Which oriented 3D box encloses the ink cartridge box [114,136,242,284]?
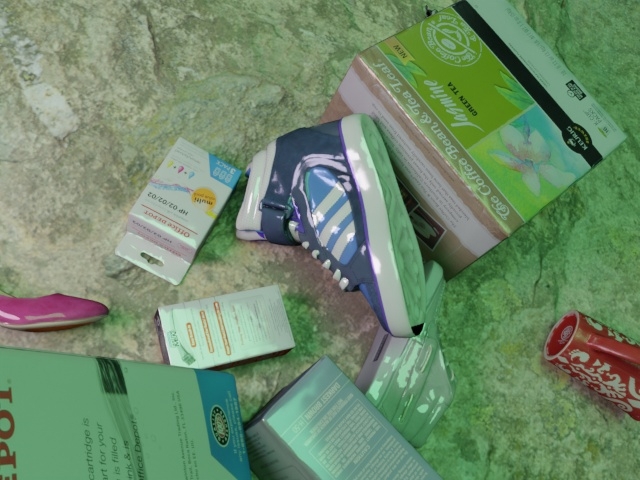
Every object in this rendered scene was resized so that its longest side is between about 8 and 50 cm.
[{"bbox_3d":[-0.197,-0.042,0.936,0.104,0.061,0.181,28,61,-6],"label":"ink cartridge box"}]

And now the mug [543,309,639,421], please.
[{"bbox_3d":[0.451,0.177,1.025,0.169,0.150,0.113,30,46,1],"label":"mug"}]

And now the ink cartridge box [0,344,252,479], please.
[{"bbox_3d":[-0.220,0.263,0.600,0.166,0.395,0.285,-19,69,18],"label":"ink cartridge box"}]

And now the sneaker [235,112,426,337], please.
[{"bbox_3d":[0.000,0.000,0.939,0.130,0.236,0.323,6,68,-65],"label":"sneaker"}]

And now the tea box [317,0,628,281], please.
[{"bbox_3d":[0.227,-0.164,1.052,0.323,0.220,0.329,-35,82,-28],"label":"tea box"}]

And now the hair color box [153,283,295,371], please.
[{"bbox_3d":[-0.128,0.122,0.892,0.167,0.053,0.093,-9,71,-24],"label":"hair color box"}]

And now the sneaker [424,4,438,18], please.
[{"bbox_3d":[0.229,-0.428,1.276,0.069,0.038,0.098,39,60,0],"label":"sneaker"}]

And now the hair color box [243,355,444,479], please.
[{"bbox_3d":[0.071,0.328,0.793,0.374,0.185,0.113,47,60,5],"label":"hair color box"}]

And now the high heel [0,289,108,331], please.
[{"bbox_3d":[-0.385,0.053,0.817,0.244,0.082,0.117,-1,77,-6],"label":"high heel"}]

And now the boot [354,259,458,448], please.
[{"bbox_3d":[0.145,0.163,0.959,0.123,0.095,0.258,34,68,-9],"label":"boot"}]
